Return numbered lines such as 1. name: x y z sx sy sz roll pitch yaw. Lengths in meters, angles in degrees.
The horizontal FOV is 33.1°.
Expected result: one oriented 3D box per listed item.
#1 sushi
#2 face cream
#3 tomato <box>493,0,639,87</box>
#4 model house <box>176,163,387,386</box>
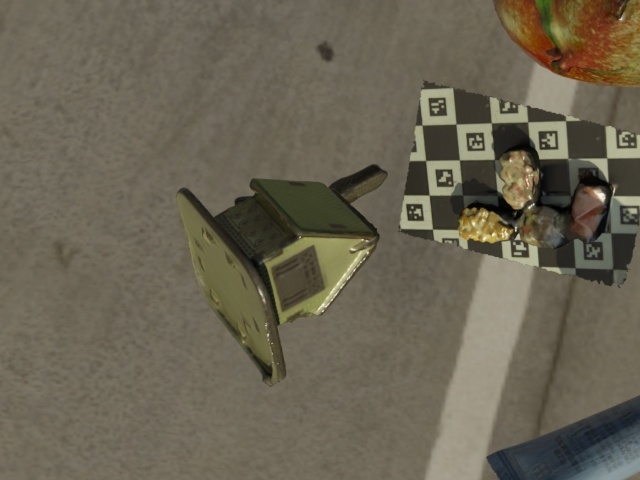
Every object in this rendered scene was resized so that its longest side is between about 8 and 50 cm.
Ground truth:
1. sushi: 0.217 -0.053 1.206 0.043 0.279 0.192 -32 134 -56
2. face cream: 0.430 0.269 1.490 0.385 0.135 0.086 -24 132 -3
3. tomato: 0.303 -0.302 1.043 0.239 0.303 0.303 -16 97 -24
4. model house: 0.000 0.000 1.302 0.278 0.218 0.205 -27 137 -17
